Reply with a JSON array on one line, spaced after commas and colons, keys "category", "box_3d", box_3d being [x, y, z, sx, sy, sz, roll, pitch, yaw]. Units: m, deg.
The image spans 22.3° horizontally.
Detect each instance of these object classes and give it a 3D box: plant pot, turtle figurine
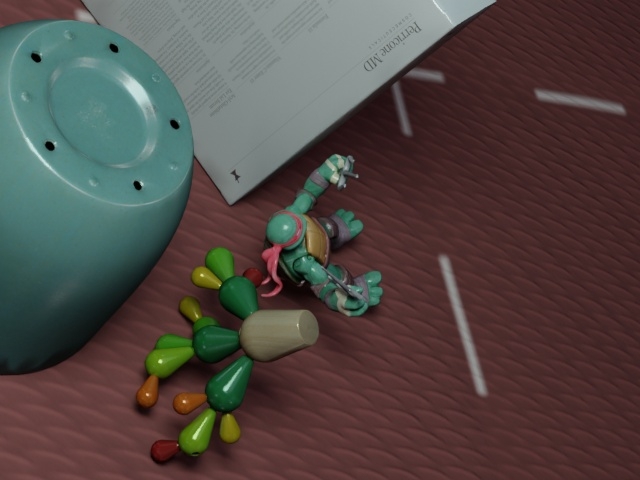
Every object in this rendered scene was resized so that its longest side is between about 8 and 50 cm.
[{"category": "plant pot", "box_3d": [-0.250, -0.058, 1.448, 0.293, 0.235, 0.293, 22, 52, -31]}, {"category": "turtle figurine", "box_3d": [0.000, 0.000, 1.676, 0.234, 0.118, 0.175, 38, 48, -71]}]

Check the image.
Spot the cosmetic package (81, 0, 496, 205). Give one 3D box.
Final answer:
[{"category": "cosmetic package", "box_3d": [-0.046, -0.245, 1.643, 0.097, 0.377, 0.284, -33, 88, -47]}]

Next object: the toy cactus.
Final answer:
[{"category": "toy cactus", "box_3d": [-0.080, 0.105, 1.546, 0.112, 0.180, 0.219, 48, 44, -37]}]
